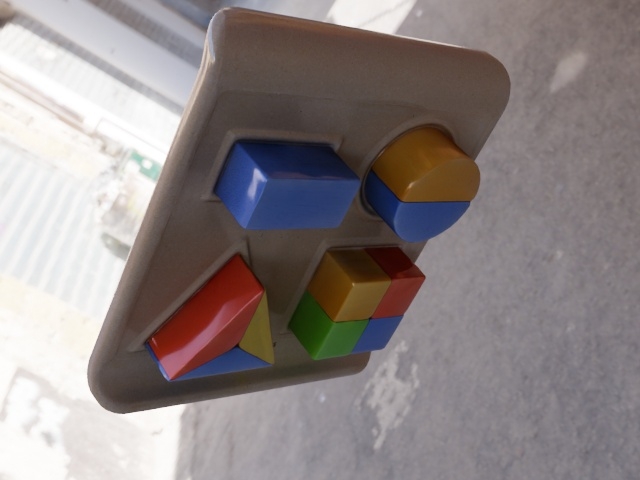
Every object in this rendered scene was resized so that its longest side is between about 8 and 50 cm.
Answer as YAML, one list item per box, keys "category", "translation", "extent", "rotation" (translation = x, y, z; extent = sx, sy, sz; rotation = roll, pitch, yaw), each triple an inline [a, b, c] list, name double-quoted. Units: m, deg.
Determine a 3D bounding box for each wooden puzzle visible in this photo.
- category: "wooden puzzle"
  translation: [0.000, 0.000, 0.757]
  extent: [0.080, 0.322, 0.348]
  rotation: [45, 124, 38]
